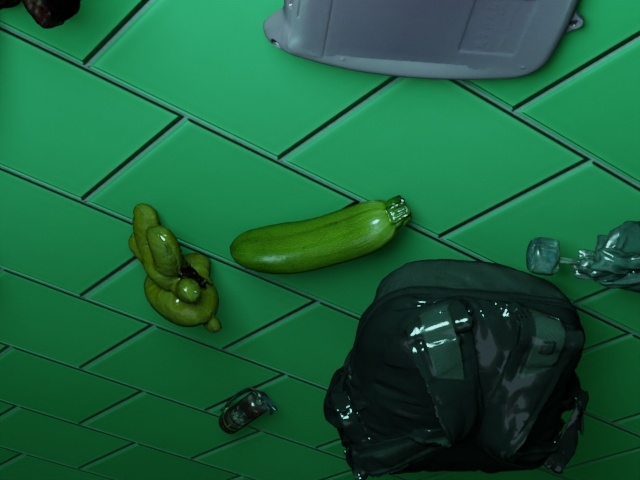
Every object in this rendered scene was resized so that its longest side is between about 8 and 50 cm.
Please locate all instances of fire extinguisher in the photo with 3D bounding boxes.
[{"bbox_3d":[-0.126,0.290,1.944,0.064,0.043,0.158,53,142,4],"label":"fire extinguisher"}]

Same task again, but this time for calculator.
[{"bbox_3d":[0.097,-0.211,1.032,0.294,0.043,0.194,6,150,-4],"label":"calculator"}]

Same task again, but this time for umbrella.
[{"bbox_3d":[0.418,0.029,1.345,0.348,0.094,0.143,8,157,0],"label":"umbrella"}]

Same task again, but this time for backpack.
[{"bbox_3d":[0.184,0.181,1.506,0.363,0.255,0.446,-2,147,0],"label":"backpack"}]

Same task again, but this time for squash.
[{"bbox_3d":[0.000,0.000,1.391,0.258,0.069,0.069,-12,146,29],"label":"squash"}]

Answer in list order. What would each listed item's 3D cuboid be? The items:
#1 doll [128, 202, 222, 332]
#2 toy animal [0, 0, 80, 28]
[{"bbox_3d":[-0.184,0.032,1.465,0.137,0.097,0.209,35,154,27],"label":"doll"},{"bbox_3d":[-0.282,-0.261,0.976,0.218,0.116,0.179,27,-178,1],"label":"toy animal"}]
